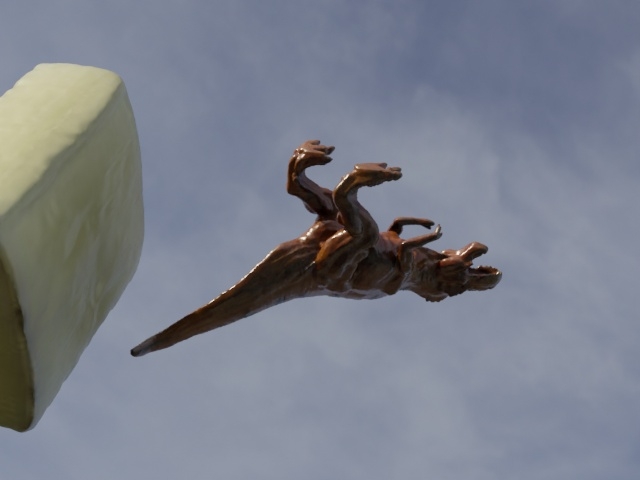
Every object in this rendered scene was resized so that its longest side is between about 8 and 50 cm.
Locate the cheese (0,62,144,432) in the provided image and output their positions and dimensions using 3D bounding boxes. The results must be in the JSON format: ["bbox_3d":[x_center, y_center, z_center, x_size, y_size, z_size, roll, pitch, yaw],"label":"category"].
[{"bbox_3d":[-0.265,-0.002,0.974,0.124,0.265,0.242,15,-51,8],"label":"cheese"}]

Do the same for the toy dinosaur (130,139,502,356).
[{"bbox_3d":[0.000,0.000,1.155,0.432,0.097,0.208,-5,-71,-14],"label":"toy dinosaur"}]
